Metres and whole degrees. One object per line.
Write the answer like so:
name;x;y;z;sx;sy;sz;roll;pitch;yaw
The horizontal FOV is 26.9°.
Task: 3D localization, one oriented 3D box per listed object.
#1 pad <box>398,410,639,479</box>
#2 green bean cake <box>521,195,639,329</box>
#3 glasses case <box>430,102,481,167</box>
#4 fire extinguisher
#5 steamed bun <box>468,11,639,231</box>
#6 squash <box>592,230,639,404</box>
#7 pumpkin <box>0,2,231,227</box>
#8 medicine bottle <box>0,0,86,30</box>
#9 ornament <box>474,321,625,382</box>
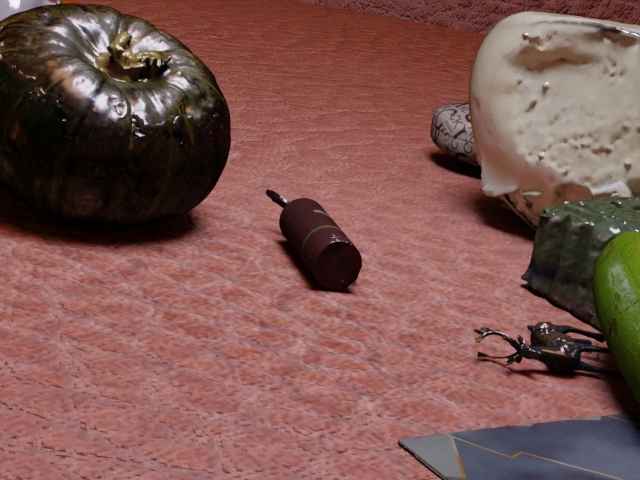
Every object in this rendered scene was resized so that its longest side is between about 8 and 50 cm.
pad;0.188;0.152;0.848;0.243;0.004;0.163;-1;20;-36
green bean cake;0.299;0.023;1.197;0.173;0.094;0.181;-1;20;-36
glasses case;0.312;-0.112;1.671;0.354;0.085;0.137;9;18;-8
fire extinguisher;0.000;0.000;1.165;0.078;0.045;0.157;36;5;-24
steamed bun;0.331;-0.113;1.433;0.333;0.233;0.312;20;15;36
squash;0.252;0.074;0.968;0.082;0.082;0.292;9;26;-8
pumpkin;-0.191;-0.114;1.160;0.238;0.159;0.238;25;27;-14
medicine bottle;-0.402;-0.233;1.452;0.288;0.157;0.157;8;17;-13
ornament;0.171;0.081;1.033;0.125;0.028;0.073;7;17;-20
